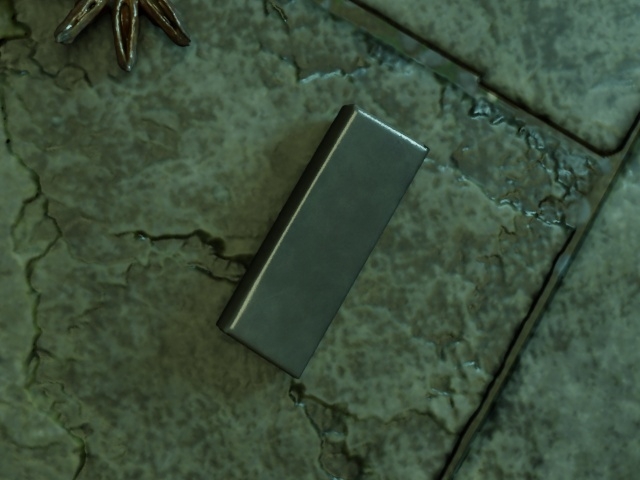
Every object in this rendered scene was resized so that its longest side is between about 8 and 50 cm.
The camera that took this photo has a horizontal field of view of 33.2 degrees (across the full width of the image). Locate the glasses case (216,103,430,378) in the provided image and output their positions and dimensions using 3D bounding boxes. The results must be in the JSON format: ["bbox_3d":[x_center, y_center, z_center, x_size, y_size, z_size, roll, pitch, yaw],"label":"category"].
[{"bbox_3d":[0.001,-0.001,0.765,0.072,0.042,0.190,31,85,-12],"label":"glasses case"}]

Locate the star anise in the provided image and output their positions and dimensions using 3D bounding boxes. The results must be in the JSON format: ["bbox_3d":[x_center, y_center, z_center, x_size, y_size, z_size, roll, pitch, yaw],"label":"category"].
[{"bbox_3d":[-0.139,-0.182,0.753,0.141,0.042,0.141,2,83,-13],"label":"star anise"}]
